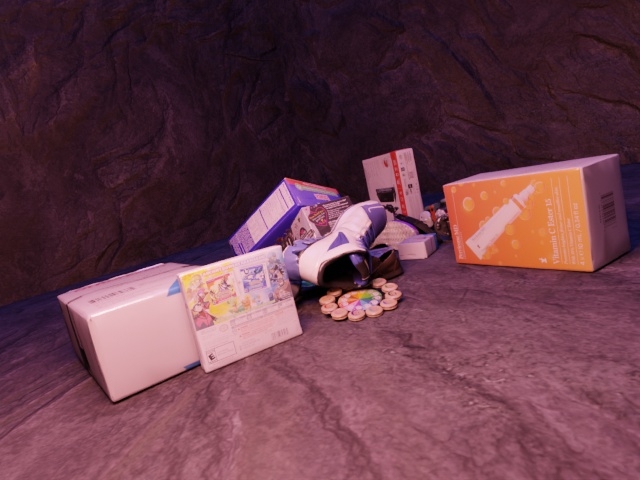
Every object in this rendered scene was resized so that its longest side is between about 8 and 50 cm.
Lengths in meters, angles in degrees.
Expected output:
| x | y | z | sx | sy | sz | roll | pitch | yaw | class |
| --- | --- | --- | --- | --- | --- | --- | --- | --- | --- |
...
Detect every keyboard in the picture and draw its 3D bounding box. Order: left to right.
| x | y | z | sx | sy | sz | roll | pitch | yaw | class |
| --- | --- | --- | --- | --- | --- | --- | --- | --- | --- |
| 0.323 | -0.073 | 1.567 | 0.033 | 0.201 | 0.317 | -56 | 6 | 5 | keyboard |

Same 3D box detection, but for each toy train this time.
| x | y | z | sx | sy | sz | roll | pitch | yaw | class |
| --- | --- | --- | --- | --- | --- | --- | --- | --- | --- |
| 0.538 | -0.124 | 1.724 | 0.333 | 0.143 | 0.190 | -21 | 0 | -37 | toy train |

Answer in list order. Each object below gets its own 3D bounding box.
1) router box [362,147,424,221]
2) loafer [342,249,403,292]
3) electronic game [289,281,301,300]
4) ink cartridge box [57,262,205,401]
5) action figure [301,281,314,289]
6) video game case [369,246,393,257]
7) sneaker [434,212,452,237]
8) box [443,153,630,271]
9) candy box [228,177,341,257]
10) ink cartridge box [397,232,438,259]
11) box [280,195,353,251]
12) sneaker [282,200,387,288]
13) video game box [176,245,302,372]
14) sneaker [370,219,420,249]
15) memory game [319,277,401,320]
| x | y | z | sx | sy | sz | roll | pitch | yaw | class |
| --- | --- | --- | --- | --- | --- | --- | --- | --- | --- |
| 0.313 | -0.205 | 1.867 | 0.082 | 0.336 | 0.301 | -15 | 7 | -19 | router box |
| 0.120 | 0.077 | 1.123 | 0.219 | 0.079 | 0.080 | -19 | 11 | -37 | loafer |
| -0.158 | 0.125 | 1.085 | 0.229 | 0.048 | 0.229 | -10 | 36 | 8 | electronic game |
| -0.378 | 0.167 | 0.955 | 0.285 | 0.167 | 0.394 | -18 | 11 | -36 | ink cartridge box |
| -0.102 | 0.129 | 1.162 | 0.231 | 0.064 | 0.137 | -16 | 10 | -4 | action figure |
| 0.164 | 0.055 | 1.423 | 0.157 | 0.019 | 0.143 | -11 | 8 | 6 | video game case |
| 0.500 | -0.069 | 1.484 | 0.275 | 0.098 | 0.135 | -12 | 8 | -14 | sneaker |
| 0.492 | -0.061 | 1.024 | 0.168 | 0.215 | 0.345 | -18 | 9 | -31 | box |
| -0.102 | -0.045 | 1.433 | 0.317 | 0.122 | 0.268 | -42 | -27 | 28 | candy box |
| 0.303 | 0.018 | 1.345 | 0.088 | 0.052 | 0.122 | -7 | 11 | 33 | ink cartridge box |
| 0.000 | 0.000 | 1.279 | 0.163 | 0.142 | 0.247 | -16 | -20 | -26 | box |
| 0.077 | 0.030 | 1.040 | 0.315 | 0.128 | 0.182 | -32 | 36 | -31 | sneaker |
| -0.151 | 0.125 | 0.832 | 0.205 | 0.187 | 0.048 | -16 | 9 | -29 | video game box |
| 0.274 | -0.033 | 1.563 | 0.146 | 0.102 | 0.293 | -16 | 9 | -29 | sneaker |
| 0.087 | 0.126 | 0.960 | 0.186 | 0.012 | 0.186 | -10 | 20 | 4 | memory game |
